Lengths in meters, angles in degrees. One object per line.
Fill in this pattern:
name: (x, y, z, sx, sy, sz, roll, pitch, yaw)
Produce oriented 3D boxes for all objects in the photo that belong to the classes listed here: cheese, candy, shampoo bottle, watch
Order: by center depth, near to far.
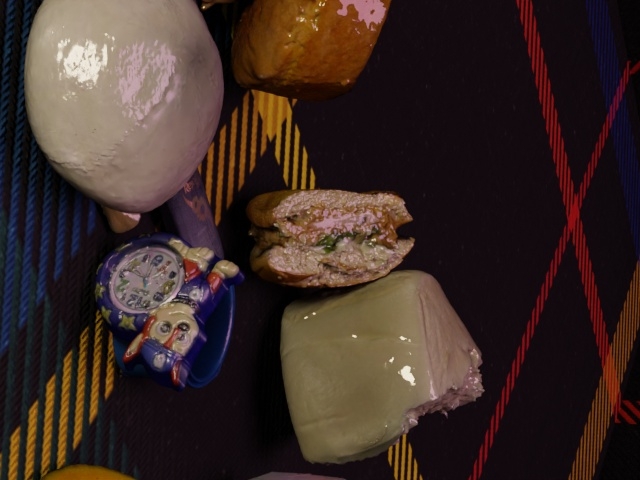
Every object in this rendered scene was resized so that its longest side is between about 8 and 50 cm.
candy: (-0.218, -0.180, 1.662, 0.295, 0.185, 0.295, 18, 69, -57)
cheese: (-0.247, -0.048, 1.777, 0.030, 0.044, 0.083, -80, 154, -54)
watch: (-0.181, 0.099, 1.805, 0.196, 0.171, 0.200, -64, 157, -19)
shampoo bottle: (-0.182, -0.059, 1.896, 0.087, 0.049, 0.234, -56, 138, -50)

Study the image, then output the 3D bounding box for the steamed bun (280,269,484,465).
steamed bun: (0.080, 0.197, 2.140, 0.273, 0.290, 0.272, 63, 12, -13)

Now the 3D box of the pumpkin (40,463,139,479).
pumpkin: (-0.294, 0.361, 1.667, 0.130, 0.149, 0.254, -53, 174, 29)

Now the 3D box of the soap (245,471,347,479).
soap: (-0.107, 0.402, 1.904, 0.324, 0.193, 0.109, -22, 108, -60)

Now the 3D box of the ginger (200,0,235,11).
ginger: (-0.109, -0.492, 1.857, 0.274, 0.152, 0.357, 98, 5, -72)

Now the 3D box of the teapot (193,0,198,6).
teapot: (-0.201, -0.284, 1.842, 0.092, 0.124, 0.091, 10, 59, -22)

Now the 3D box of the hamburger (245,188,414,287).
hamburger: (0.000, 0.000, 2.126, 0.283, 0.156, 0.144, 0, 85, -40)

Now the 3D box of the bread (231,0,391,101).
bread: (-0.009, -0.325, 1.974, 0.172, 0.312, 0.312, 21, 65, -17)
